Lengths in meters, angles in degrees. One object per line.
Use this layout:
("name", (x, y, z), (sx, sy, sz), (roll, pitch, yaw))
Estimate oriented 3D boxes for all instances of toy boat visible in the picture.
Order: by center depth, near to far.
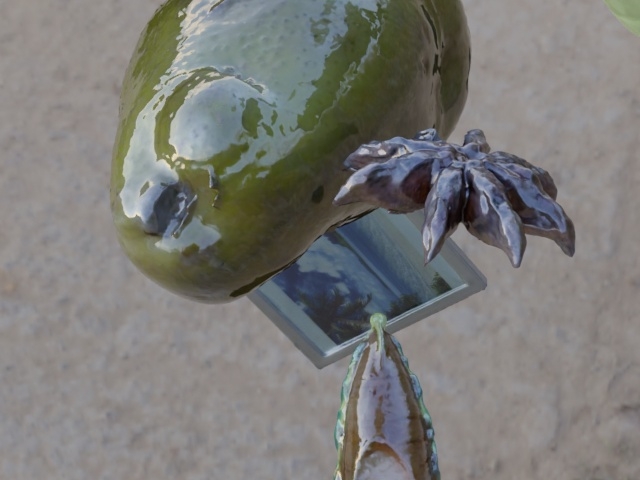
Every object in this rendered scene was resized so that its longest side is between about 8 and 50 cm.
("toy boat", (0.062, 0.217, 1.309), (0.109, 0.292, 0.099), (-4, 0, 4))

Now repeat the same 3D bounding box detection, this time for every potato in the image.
("potato", (-0.024, -0.090, 0.910), (0.202, 0.218, 0.351), (51, 37, -11))

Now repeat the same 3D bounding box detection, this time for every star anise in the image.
("star anise", (0.079, -0.029, 0.756), (0.141, 0.042, 0.141), (10, 31, -6))

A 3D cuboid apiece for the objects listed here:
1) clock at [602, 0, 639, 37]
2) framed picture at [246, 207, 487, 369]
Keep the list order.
("clock", (0.279, -0.249, 0.622), (0.348, 0.117, 0.286), (-13, 49, 41))
("framed picture", (0.000, 0.000, 1.491), (0.232, 0.315, 0.024), (-29, 35, 23))
